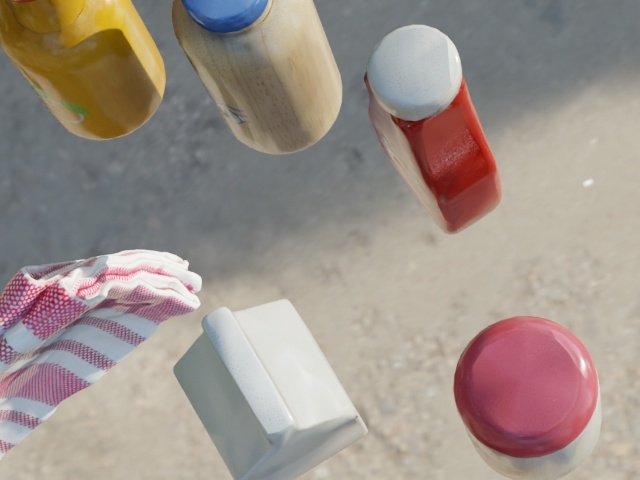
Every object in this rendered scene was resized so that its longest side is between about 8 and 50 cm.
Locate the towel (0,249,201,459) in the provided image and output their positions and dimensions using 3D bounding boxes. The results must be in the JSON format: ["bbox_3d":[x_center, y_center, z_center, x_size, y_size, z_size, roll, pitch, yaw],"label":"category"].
[{"bbox_3d":[-0.131,0.076,0.641,0.197,0.144,0.029,-44,83,10],"label":"towel"}]

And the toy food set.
[{"bbox_3d":[0.000,0.000,0.529,0.111,0.104,0.232,-30,72,-1],"label":"toy food set"}]
